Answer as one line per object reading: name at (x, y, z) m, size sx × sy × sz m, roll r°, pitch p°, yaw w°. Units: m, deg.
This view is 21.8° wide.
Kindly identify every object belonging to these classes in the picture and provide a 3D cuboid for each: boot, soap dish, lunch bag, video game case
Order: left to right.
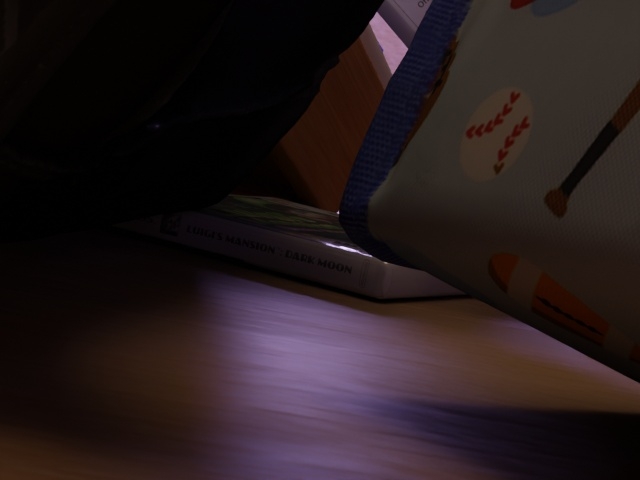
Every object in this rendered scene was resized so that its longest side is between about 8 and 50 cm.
soap dish at (-0.088, -0.131, 1.068) m, size 0.229 × 0.118 × 0.291 m, roll 15°, pitch -20°, yaw 24°
boot at (-0.018, -0.135, 0.583) m, size 0.146 × 0.367 × 0.445 m, roll 52°, pitch 15°, yaw 6°
video game case at (0.000, 0.000, 0.883) m, size 0.173 × 0.022 × 0.190 m, roll 14°, pitch 6°, yaw 27°
lunch bag at (0.266, -0.009, 0.507) m, size 0.385 × 0.239 × 0.328 m, roll 27°, pitch -4°, yaw -33°

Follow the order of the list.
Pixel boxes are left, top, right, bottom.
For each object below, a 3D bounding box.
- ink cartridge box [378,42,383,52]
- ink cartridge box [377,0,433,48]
ink cartridge box at (-0.113, -0.178, 1.436) m, size 0.270 × 0.151 × 0.395 m, roll 13°, pitch -12°, yaw 20°
ink cartridge box at (0.164, -0.142, 1.298) m, size 0.307 × 0.129 × 0.223 m, roll 48°, pitch 4°, yaw -6°
